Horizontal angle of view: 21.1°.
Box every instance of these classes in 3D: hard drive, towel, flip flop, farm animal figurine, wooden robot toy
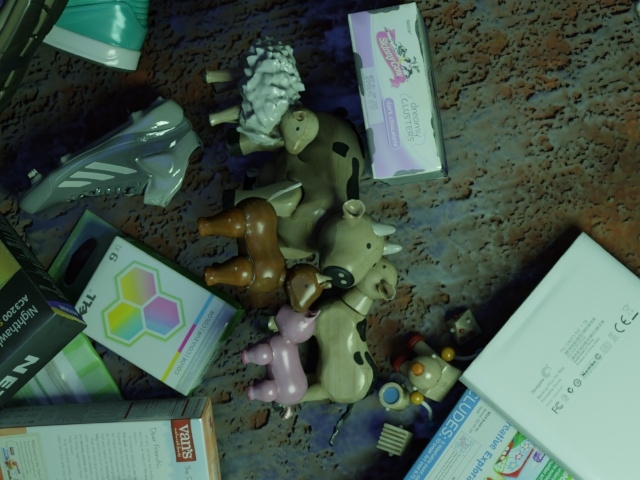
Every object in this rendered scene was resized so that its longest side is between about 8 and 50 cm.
[{"bbox_3d":[0.322,0.165,1.749,0.307,0.040,0.203,41,75,5],"label":"hard drive"},{"bbox_3d":[-0.301,0.170,1.860,0.152,0.023,0.113,-33,87,6],"label":"towel"},{"bbox_3d":[-0.352,-0.185,1.741,0.080,0.112,0.277,38,110,6],"label":"flip flop"},{"bbox_3d":[0.000,0.000,1.731,0.172,0.330,0.327,-8,61,9],"label":"farm animal figurine"},{"bbox_3d":[0.100,0.140,1.775,0.076,0.079,0.173,36,93,25],"label":"wooden robot toy"}]

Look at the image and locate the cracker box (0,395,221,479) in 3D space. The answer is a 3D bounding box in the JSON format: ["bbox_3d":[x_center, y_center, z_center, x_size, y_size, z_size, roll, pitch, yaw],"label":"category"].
[{"bbox_3d":[-0.223,0.252,1.810,0.232,0.067,0.155,-3,107,7],"label":"cracker box"}]

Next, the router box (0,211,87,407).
[{"bbox_3d":[-0.437,0.099,1.816,0.309,0.081,0.243,-43,69,5],"label":"router box"}]

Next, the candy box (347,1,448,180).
[{"bbox_3d":[0.081,-0.143,1.726,0.070,0.196,0.165,-8,89,7],"label":"candy box"}]

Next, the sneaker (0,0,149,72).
[{"bbox_3d":[-0.306,-0.308,1.805,0.295,0.124,0.178,21,98,-2],"label":"sneaker"}]

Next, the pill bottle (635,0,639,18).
[{"bbox_3d":[0.353,-0.231,1.770,0.043,0.043,0.083,-21,88,6],"label":"pill bottle"}]

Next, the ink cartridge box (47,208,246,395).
[{"bbox_3d":[-0.197,0.064,1.827,0.209,0.062,0.109,32,95,6],"label":"ink cartridge box"}]

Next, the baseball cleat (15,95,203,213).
[{"bbox_3d":[-0.221,-0.065,1.826,0.206,0.072,0.109,-33,93,9],"label":"baseball cleat"}]

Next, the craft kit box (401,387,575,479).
[{"bbox_3d":[0.191,0.303,1.751,0.246,0.061,0.250,36,76,8],"label":"craft kit box"}]
